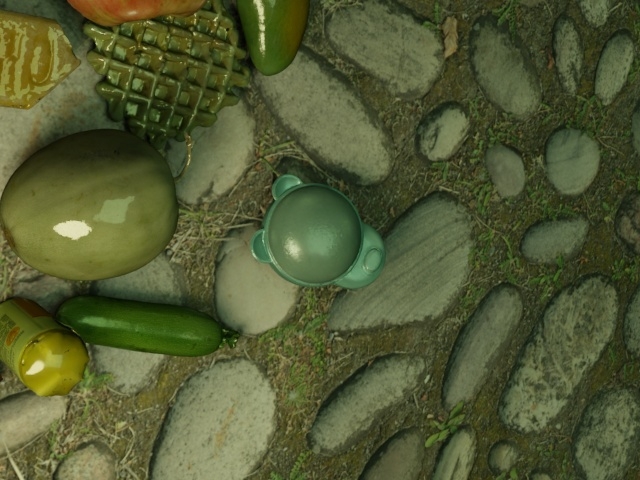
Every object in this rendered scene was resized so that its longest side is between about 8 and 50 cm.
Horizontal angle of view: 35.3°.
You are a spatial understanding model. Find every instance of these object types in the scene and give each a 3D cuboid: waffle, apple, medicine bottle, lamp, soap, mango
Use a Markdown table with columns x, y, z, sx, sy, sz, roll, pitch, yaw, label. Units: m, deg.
| x | y | z | sx | sy | sz | roll | pitch | yaw | label |
| --- | --- | --- | --- | --- | --- | --- | --- | --- | --- |
| -0.273 | -0.331 | 1.852 | 0.309 | 0.056 | 0.292 | -34 | 115 | -26 | waffle |
| -0.296 | -0.504 | 1.704 | 0.293 | 0.163 | 0.251 | -15 | 91 | -29 | apple |
| -0.477 | 0.180 | 1.698 | 0.124 | 0.239 | 0.124 | -9 | 107 | -34 | medicine bottle |
| 0.005 | 0.000 | 2.044 | 0.284 | 0.147 | 0.209 | 29 | 79 | -35 | lamp |
| -0.533 | -0.302 | 1.667 | 0.257 | 0.080 | 0.160 | 3 | 97 | -34 | soap |
| -0.087 | -0.443 | 1.918 | 0.156 | 0.114 | 0.251 | -25 | 114 | -48 | mango |

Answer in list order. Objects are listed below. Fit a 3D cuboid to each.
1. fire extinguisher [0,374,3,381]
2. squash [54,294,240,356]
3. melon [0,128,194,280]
| x | y | z | sx | sy | sz | roll | pitch | yaw | label |
| --- | --- | --- | --- | --- | --- | --- | --- | --- | --- |
| -0.624 | 0.274 | 1.736 | 0.157 | 0.045 | 0.078 | -36 | 133 | -25 | fire extinguisher |
| -0.314 | 0.164 | 1.891 | 0.379 | 0.101 | 0.101 | 14 | 91 | -36 | squash |
| -0.383 | -0.061 | 1.711 | 0.308 | 0.272 | 0.272 | 5 | 96 | -17 | melon |
